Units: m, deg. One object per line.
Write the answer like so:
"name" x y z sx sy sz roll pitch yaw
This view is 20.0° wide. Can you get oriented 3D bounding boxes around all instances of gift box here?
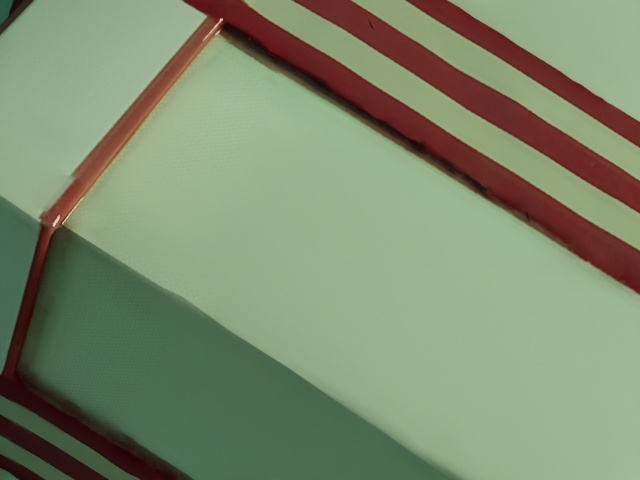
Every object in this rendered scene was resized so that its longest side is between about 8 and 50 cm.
"gift box" 0.000 0.000 0.617 0.276 0.258 0.255 -56 176 -41
